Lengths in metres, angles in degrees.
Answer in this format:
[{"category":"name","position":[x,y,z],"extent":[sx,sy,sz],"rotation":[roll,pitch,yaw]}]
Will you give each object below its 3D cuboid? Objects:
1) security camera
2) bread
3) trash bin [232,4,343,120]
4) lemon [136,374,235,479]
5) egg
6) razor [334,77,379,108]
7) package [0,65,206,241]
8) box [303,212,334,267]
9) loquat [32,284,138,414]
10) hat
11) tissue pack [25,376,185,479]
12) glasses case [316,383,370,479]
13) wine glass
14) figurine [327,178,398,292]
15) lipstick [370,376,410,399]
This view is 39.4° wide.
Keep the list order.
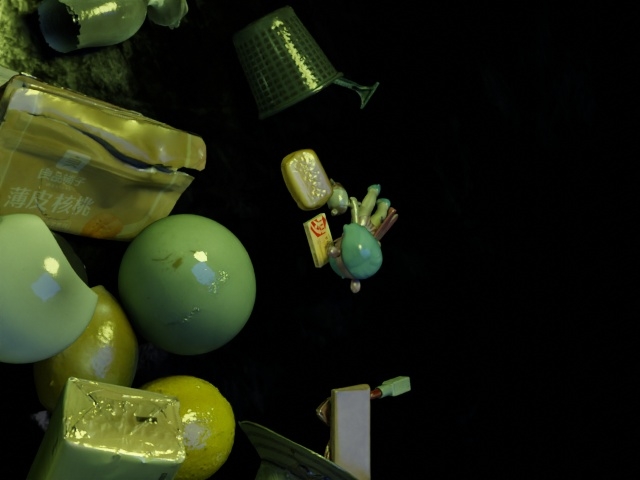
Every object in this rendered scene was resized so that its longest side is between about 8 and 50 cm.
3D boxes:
[{"category":"security camera","position":[-0.394,0.064,1.126],"extent":[0.194,0.236,0.195],"rotation":[5,83,-46]},{"category":"bread","position":[-0.030,-0.114,1.686],"extent":[0.082,0.056,0.115],"rotation":[-36,102,-24]},{"category":"trash bin","position":[-0.072,-0.321,1.587],"extent":[0.175,0.175,0.161],"rotation":[-42,107,-42]},{"category":"lemon","position":[-0.222,0.288,1.350],"extent":[0.206,0.173,0.173],"rotation":[17,74,-47]},{"category":"egg","position":[-0.198,0.068,1.341],"extent":[0.283,0.203,0.203],"rotation":[100,1,-73]},{"category":"razor","position":[0.033,-0.318,1.799],"extent":[0.190,0.033,0.066],"rotation":[11,121,-45]},{"category":"package","position":[-0.329,-0.123,1.267],"extent":[0.311,0.165,0.221],"rotation":[15,76,-47]},{"category":"box","position":[0.000,0.000,1.742],"extent":[0.058,0.015,0.093],"rotation":[-33,112,-48]},{"category":"loquat","position":[-0.327,0.160,1.257],"extent":[0.152,0.152,0.195],"rotation":[10,75,-48]},{"category":"hat","position":[-0.053,0.410,1.497],"extent":[0.252,0.252,0.110],"rotation":[45,64,-37]},{"category":"tissue pack","position":[-0.293,0.308,1.187],"extent":[0.159,0.234,0.125],"rotation":[16,33,-23]},{"category":"glasses case","position":[0.038,0.376,1.733],"extent":[0.102,0.070,0.194],"rotation":[-1,89,-21]},{"category":"wine glass","position":[-0.313,-0.346,1.352],"extent":[0.222,0.103,0.103],"rotation":[-33,112,-44]},{"category":"figurine","position":[0.083,-0.035,1.769],"extent":[0.205,0.103,0.260],"rotation":[64,34,-29]},{"category":"lipstick","position":[0.138,0.312,1.865],"extent":[0.129,0.030,0.030],"rotation":[-9,94,-49]}]
